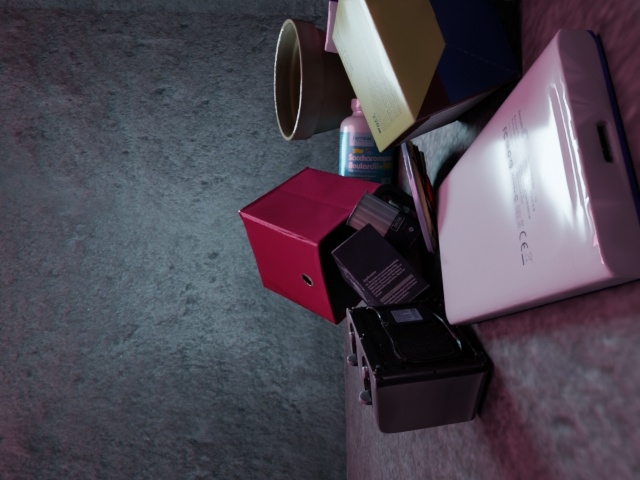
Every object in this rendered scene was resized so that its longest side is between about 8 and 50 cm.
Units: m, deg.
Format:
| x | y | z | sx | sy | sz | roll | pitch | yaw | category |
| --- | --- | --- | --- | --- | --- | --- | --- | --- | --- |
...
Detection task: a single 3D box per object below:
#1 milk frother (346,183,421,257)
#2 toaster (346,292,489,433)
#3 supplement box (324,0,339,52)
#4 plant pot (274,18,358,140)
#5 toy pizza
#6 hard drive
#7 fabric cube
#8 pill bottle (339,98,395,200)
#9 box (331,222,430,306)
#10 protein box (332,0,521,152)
| x | y | z | sx | sy | sz | roll | pitch | yaw | category |
| --- | --- | --- | --- | --- | --- | --- | --- | --- | --- |
| 0.133 | -0.030 | 0.878 | 0.129 | 0.135 | 0.143 | -53 | -9 | -36 | milk frother |
| 0.137 | 0.169 | 0.613 | 0.168 | 0.186 | 0.110 | -112 | 18 | -62 | toaster |
| 0.105 | -0.540 | 1.044 | 0.220 | 0.114 | 0.111 | -52 | -25 | -49 | supplement box |
| 0.034 | -0.454 | 1.220 | 0.323 | 0.281 | 0.322 | 176 | 90 | -73 | plant pot |
| 0.177 | -0.077 | 0.712 | 0.201 | 0.032 | 0.201 | -14 | -90 | -74 | toy pizza |
| 0.204 | -0.028 | 0.466 | 0.318 | 0.041 | 0.209 | 99 | 171 | -73 | hard drive |
| 0.000 | 0.000 | 1.038 | 0.259 | 0.258 | 0.253 | -40 | -45 | -33 | fabric cube |
| 0.123 | -0.235 | 1.106 | 0.146 | 0.147 | 0.263 | -99 | 9 | -74 | pill bottle |
| 0.113 | 0.075 | 0.783 | 0.158 | 0.093 | 0.156 | 49 | 174 | 24 | box |
| 0.122 | -0.250 | 0.560 | 0.201 | 0.136 | 0.199 | -150 | 37 | -87 | protein box |
